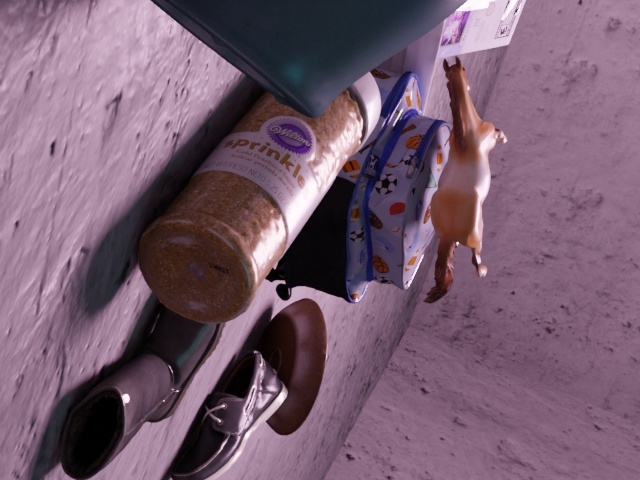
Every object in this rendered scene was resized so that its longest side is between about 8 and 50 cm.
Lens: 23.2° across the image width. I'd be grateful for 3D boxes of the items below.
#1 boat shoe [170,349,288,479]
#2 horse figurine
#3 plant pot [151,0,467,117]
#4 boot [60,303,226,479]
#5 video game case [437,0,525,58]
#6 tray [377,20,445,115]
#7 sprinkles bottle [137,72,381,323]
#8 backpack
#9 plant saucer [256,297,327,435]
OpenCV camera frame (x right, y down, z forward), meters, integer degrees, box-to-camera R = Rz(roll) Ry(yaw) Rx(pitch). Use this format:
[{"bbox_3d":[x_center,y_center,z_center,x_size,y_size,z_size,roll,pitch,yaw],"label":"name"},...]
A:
[{"bbox_3d":[-0.133,0.240,2.064,0.233,0.084,0.079,-50,124,-41],"label":"boat shoe"},{"bbox_3d":[0.167,-0.059,1.811,0.174,0.066,0.263,45,55,-67],"label":"horse figurine"},{"bbox_3d":[0.002,-0.233,1.054,0.255,0.272,0.271,-53,171,0],"label":"plant pot"},{"bbox_3d":[-0.173,0.125,1.519,0.189,0.076,0.208,-71,164,10],"label":"boot"},{"bbox_3d":[0.188,-0.365,2.038,0.244,0.061,0.269,-16,138,-38],"label":"video game case"},{"bbox_3d":[0.086,-0.242,1.942,0.030,0.145,0.270,-28,155,-20],"label":"tray"},{"bbox_3d":[-0.052,-0.064,1.545,0.355,0.121,0.121,-57,166,-49],"label":"sprinkles bottle"},{"bbox_3d":[0.049,-0.084,1.880,0.276,0.213,0.263,94,10,-56],"label":"backpack"},{"bbox_3d":[-0.051,0.175,2.204,0.198,0.036,0.198,-41,-138,51],"label":"plant saucer"}]
